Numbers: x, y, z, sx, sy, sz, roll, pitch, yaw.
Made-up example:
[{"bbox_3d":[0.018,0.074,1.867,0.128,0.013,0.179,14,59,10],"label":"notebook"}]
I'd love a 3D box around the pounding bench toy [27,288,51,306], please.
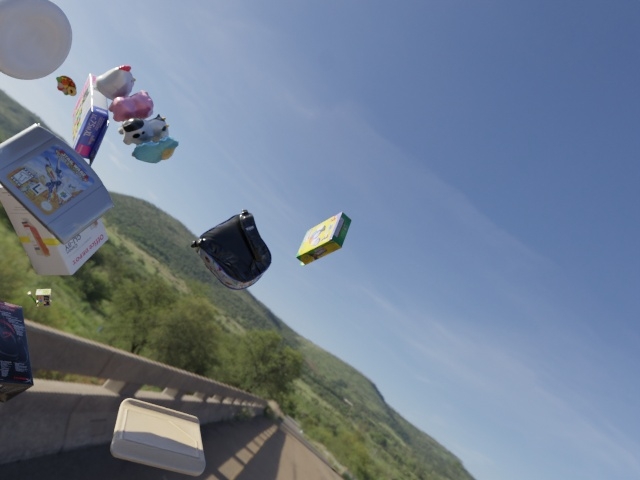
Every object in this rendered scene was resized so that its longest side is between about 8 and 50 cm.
[{"bbox_3d":[-1.179,0.245,1.896,0.083,0.065,0.052,1,20,-28],"label":"pounding bench toy"}]

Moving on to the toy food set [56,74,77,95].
[{"bbox_3d":[-1.054,-0.642,1.874,0.082,0.020,0.083,8,-54,2],"label":"toy food set"}]

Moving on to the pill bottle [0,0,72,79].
[{"bbox_3d":[-0.726,-0.518,0.984,0.334,0.188,0.188,40,-16,12],"label":"pill bottle"}]

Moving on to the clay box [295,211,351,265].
[{"bbox_3d":[0.000,0.000,1.525,0.053,0.128,0.222,40,-41,-22],"label":"clay box"}]

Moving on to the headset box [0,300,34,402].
[{"bbox_3d":[-0.938,0.281,1.243,0.293,0.110,0.218,62,5,26],"label":"headset box"}]

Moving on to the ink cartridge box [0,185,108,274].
[{"bbox_3d":[-1.021,-0.095,1.759,0.160,0.279,0.385,1,-58,10],"label":"ink cartridge box"}]

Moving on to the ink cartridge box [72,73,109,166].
[{"bbox_3d":[-0.791,-0.414,1.549,0.065,0.186,0.311,14,36,-42],"label":"ink cartridge box"}]

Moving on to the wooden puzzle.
[{"bbox_3d":[-0.403,0.492,1.130,0.220,0.044,0.238,24,0,-19],"label":"wooden puzzle"}]

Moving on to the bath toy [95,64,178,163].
[{"bbox_3d":[-0.587,-0.418,1.452,0.348,0.129,0.151,57,23,12],"label":"bath toy"}]

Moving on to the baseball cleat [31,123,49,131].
[{"bbox_3d":[-1.109,-0.355,1.806,0.072,0.110,0.206,8,-47,20],"label":"baseball cleat"}]

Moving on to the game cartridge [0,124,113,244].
[{"bbox_3d":[-0.724,-0.160,1.224,0.297,0.198,0.062,48,-26,-11],"label":"game cartridge"}]

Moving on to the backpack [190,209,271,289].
[{"bbox_3d":[-0.335,0.062,1.793,0.263,0.276,0.213,48,-29,11],"label":"backpack"}]
